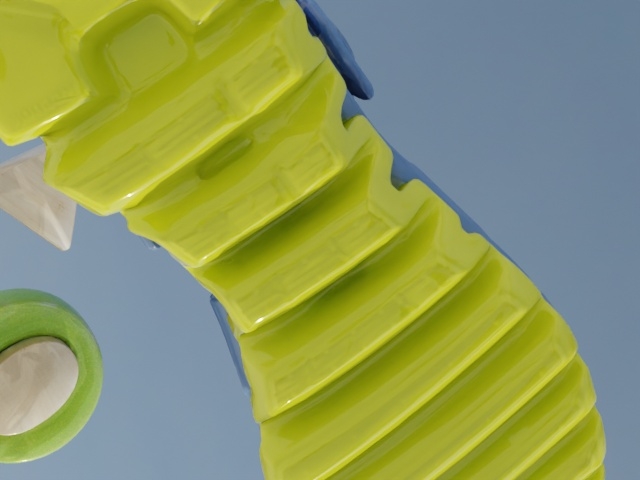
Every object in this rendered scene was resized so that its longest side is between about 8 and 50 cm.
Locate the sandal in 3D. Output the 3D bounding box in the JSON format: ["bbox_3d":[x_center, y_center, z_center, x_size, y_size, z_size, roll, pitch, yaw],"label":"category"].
[{"bbox_3d":[0.000,0.000,0.541,0.126,0.138,0.317,-29,-70,6],"label":"sandal"}]

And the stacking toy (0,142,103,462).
[{"bbox_3d":[-0.265,0.063,1.010,0.130,0.279,0.309,28,-59,58],"label":"stacking toy"}]
